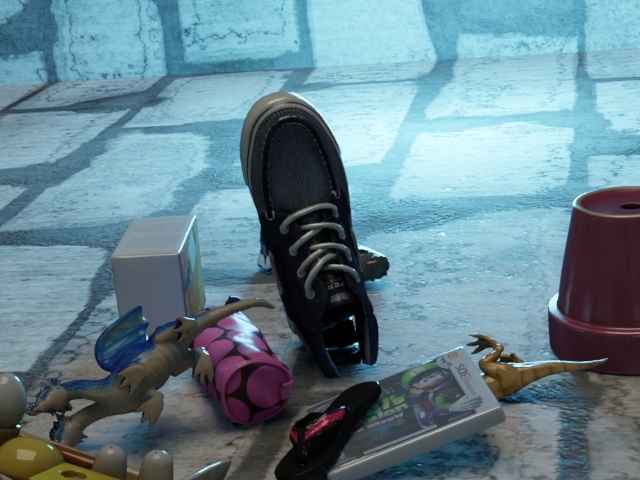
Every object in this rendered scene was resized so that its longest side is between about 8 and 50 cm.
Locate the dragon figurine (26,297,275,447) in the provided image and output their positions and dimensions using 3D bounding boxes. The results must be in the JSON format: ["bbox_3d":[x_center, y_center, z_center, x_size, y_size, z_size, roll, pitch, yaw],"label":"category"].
[{"bbox_3d":[-0.194,0.130,1.637,0.289,0.085,0.144,-43,27,-26],"label":"dragon figurine"}]

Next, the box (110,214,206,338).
[{"bbox_3d":[-0.212,0.053,1.961,0.091,0.130,0.170,-3,18,4],"label":"box"}]

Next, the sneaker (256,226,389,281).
[{"bbox_3d":[-0.004,0.002,2.098,0.234,0.106,0.078,11,24,41],"label":"sneaker"}]

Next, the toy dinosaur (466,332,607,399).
[{"bbox_3d":[0.211,0.152,1.656,0.211,0.064,0.112,-17,31,6],"label":"toy dinosaur"}]

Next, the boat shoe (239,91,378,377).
[{"bbox_3d":[0.000,0.000,1.749,0.127,0.341,0.158,-20,30,-9],"label":"boat shoe"}]

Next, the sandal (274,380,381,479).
[{"bbox_3d":[0.002,0.190,1.531,0.067,0.040,0.179,-11,24,38],"label":"sandal"}]

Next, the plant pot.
[{"bbox_3d":[0.366,0.038,1.749,0.201,0.180,0.201,-5,17,1],"label":"plant pot"}]

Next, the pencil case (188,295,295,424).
[{"bbox_3d":[-0.093,0.141,1.723,0.098,0.095,0.209,10,14,-19],"label":"pencil case"}]

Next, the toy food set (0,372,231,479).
[{"bbox_3d":[-0.267,0.202,1.425,0.306,0.092,0.219,13,10,20],"label":"toy food set"}]

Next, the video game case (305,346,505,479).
[{"bbox_3d":[0.084,0.183,1.564,0.190,0.022,0.173,-22,18,-1],"label":"video game case"}]
